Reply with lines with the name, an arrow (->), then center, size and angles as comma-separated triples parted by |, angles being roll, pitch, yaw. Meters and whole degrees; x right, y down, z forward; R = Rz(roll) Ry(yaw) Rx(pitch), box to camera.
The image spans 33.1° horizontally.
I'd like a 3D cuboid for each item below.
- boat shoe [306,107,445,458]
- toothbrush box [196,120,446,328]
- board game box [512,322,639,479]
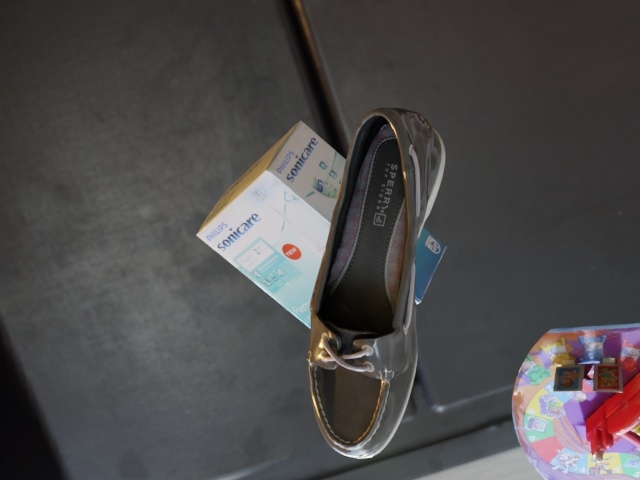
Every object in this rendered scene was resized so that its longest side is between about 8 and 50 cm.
boat shoe -> 0.039, 0.037, 1.011 | 0.095, 0.112, 0.335 | 16, -96, -63
toothbrush box -> 0.000, 0.000, 1.606 | 0.295, 0.216, 0.126 | 42, -132, -11
board game box -> 0.185, 0.105, 0.566 | 0.033, 0.168, 0.133 | -67, -33, -55
